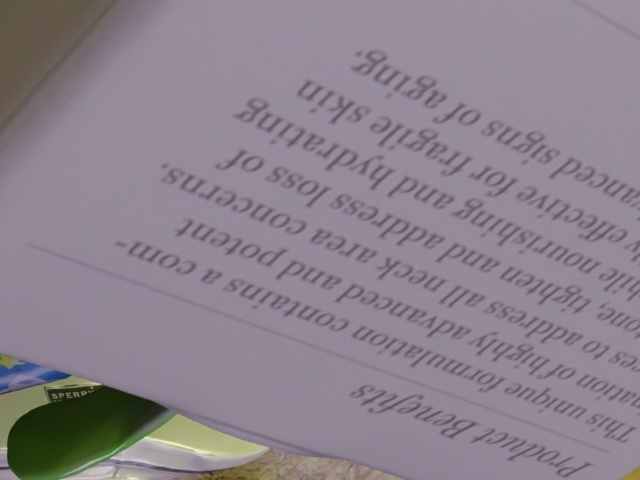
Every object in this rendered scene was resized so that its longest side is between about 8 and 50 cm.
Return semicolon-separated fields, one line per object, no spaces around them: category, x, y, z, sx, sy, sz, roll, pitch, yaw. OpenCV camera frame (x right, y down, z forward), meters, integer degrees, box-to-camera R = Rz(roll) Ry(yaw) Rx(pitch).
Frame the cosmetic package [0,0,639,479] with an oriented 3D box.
cosmetic package;0.068;-0.158;0.642;0.329;0.327;0.394;23;129;-37

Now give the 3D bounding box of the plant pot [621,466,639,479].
plant pot;0.237;0.265;1.757;0.237;0.109;0.237;-21;149;-14

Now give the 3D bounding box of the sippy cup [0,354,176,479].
sippy cup;-0.194;-0.016;0.856;0.224;0.305;0.240;-22;180;9

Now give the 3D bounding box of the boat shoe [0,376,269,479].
boat shoe;-0.154;0.136;1.235;0.268;0.096;0.088;-2;145;-37
